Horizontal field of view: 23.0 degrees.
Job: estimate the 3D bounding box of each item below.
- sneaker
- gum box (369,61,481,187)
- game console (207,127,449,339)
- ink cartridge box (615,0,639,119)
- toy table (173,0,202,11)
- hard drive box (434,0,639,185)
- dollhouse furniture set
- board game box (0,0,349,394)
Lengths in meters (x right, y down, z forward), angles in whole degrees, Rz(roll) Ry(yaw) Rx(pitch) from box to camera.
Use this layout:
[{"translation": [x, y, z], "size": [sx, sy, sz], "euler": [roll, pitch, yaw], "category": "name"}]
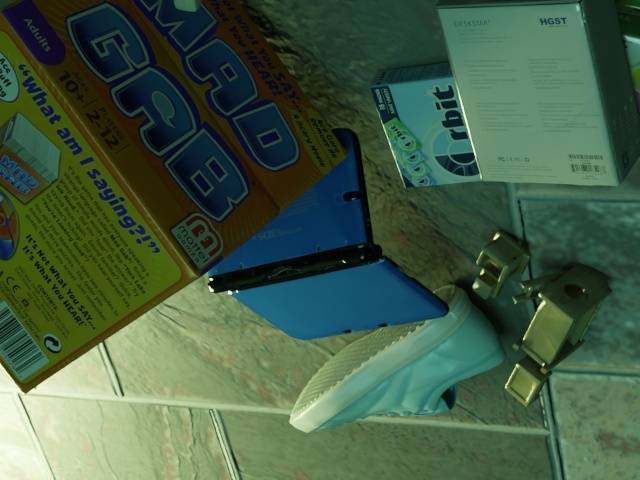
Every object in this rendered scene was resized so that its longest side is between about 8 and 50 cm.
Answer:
[{"translation": [0.107, 0.208, 2.216], "size": [0.150, 0.135, 0.366], "euler": [46, 131, -11], "category": "sneaker"}, {"translation": [0.171, -0.145, 1.954], "size": [0.184, 0.041, 0.157], "euler": [-4, 126, 26], "category": "gum box"}, {"translation": [0.000, 0.000, 2.106], "size": [0.293, 0.173, 0.250], "euler": [-13, 82, 41], "category": "game console"}, {"translation": [0.363, -0.206, 1.807], "size": [0.109, 0.062, 0.209], "euler": [16, 132, 11], "category": "ink cartridge box"}, {"translation": [-0.139, -0.411, 1.782], "size": [0.252, 0.161, 0.274], "euler": [0, 129, 23], "category": "toy table"}, {"translation": [0.251, -0.183, 1.782], "size": [0.181, 0.089, 0.232], "euler": [4, 126, 33], "category": "hard drive box"}, {"translation": [0.274, 0.093, 2.103], "size": [0.161, 0.101, 0.182], "euler": [41, 138, 21], "category": "dollhouse furniture set"}, {"translation": [-0.263, -0.101, 1.908], "size": [0.356, 0.356, 0.356], "euler": [-32, 95, 39], "category": "board game box"}]
